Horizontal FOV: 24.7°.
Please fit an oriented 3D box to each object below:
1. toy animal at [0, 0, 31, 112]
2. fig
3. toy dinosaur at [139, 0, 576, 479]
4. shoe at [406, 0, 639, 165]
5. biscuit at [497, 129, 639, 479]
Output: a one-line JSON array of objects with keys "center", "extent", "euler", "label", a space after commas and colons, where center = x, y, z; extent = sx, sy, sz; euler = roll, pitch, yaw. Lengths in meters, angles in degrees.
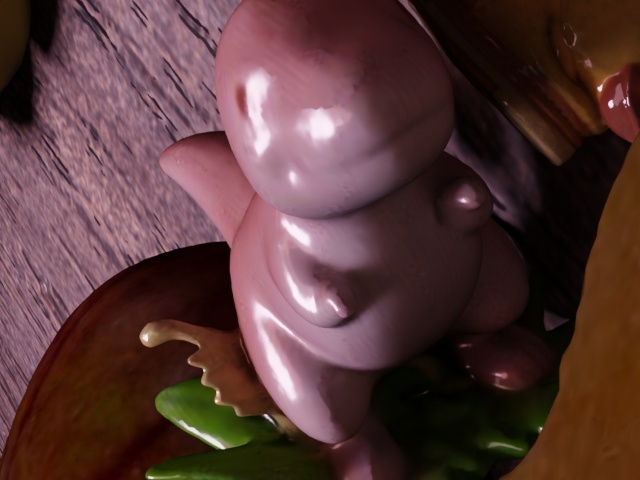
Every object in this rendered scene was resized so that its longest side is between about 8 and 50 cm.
[{"center": [-0.270, -0.134, 0.864], "extent": [0.191, 0.216, 0.338], "euler": [33, 148, 9], "label": "toy animal"}, {"center": [-0.066, 0.122, 0.589], "extent": [0.186, 0.249, 0.204], "euler": [33, 139, 36], "label": "fig"}, {"center": [-0.007, 0.003, 0.442], "extent": [0.177, 0.152, 0.194], "euler": [63, 175, -24], "label": "toy dinosaur"}, {"center": [0.059, -0.074, 0.400], "extent": [0.072, 0.069, 0.109], "euler": [41, -172, -38], "label": "shoe"}, {"center": [0.137, 0.083, 0.190], "extent": [0.394, 0.076, 0.368], "euler": [-39, 33, 57], "label": "biscuit"}]
